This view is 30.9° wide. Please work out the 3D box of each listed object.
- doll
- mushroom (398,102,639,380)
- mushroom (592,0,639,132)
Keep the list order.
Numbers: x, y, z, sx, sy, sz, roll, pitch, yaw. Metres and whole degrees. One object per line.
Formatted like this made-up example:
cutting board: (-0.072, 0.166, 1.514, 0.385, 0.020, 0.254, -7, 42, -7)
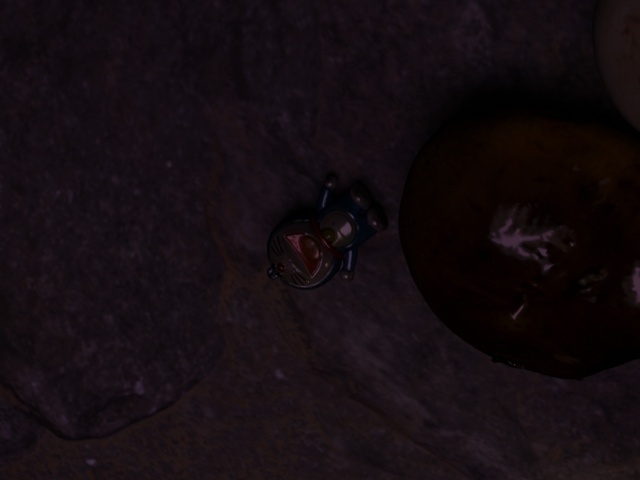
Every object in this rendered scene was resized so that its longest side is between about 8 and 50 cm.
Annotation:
doll: (0.000, 0.000, 1.303, 0.152, 0.085, 0.114, -33, 89, 17)
mushroom: (0.259, -0.003, 1.201, 0.346, 0.259, 0.345, 25, 143, 21)
mushroom: (0.349, -0.191, 1.072, 0.206, 0.209, 0.206, 27, 143, 23)
